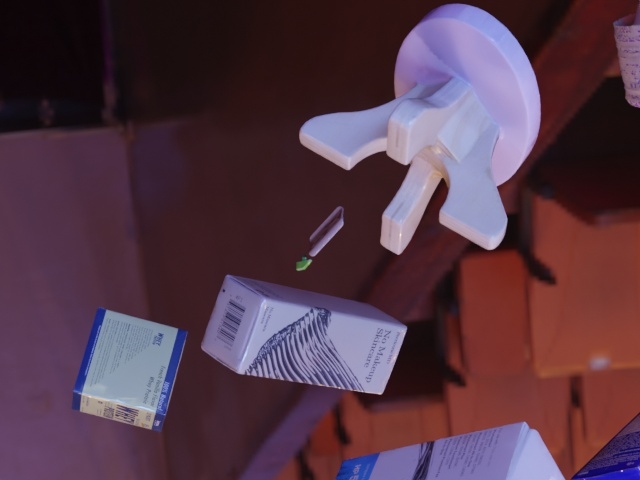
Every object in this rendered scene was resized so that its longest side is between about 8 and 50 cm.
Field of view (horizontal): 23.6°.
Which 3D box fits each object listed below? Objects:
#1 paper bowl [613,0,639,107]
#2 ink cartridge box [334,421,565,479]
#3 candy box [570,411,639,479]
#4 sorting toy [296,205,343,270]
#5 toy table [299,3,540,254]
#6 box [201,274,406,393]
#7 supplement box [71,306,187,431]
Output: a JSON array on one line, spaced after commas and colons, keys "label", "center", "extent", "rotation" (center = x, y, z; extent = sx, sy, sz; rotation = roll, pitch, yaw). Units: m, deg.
[{"label": "paper bowl", "center": [0.434, -0.231, 1.526], "extent": [0.284, 0.148, 0.284], "rotation": [-13, -169, 3]}, {"label": "ink cartridge box", "center": [0.125, 0.262, 1.398], "extent": [0.203, 0.148, 0.086], "rotation": [-18, -154, 33]}, {"label": "candy box", "center": [0.491, 0.337, 1.963], "extent": [0.122, 0.268, 0.317], "rotation": [-19, -171, 46]}, {"label": "sorting toy", "center": [0.000, 0.000, 1.781], "extent": [0.083, 0.012, 0.062], "rotation": [-47, -167, 13]}, {"label": "toy table", "center": [0.122, -0.111, 1.671], "extent": [0.252, 0.274, 0.161], "rotation": [24, -120, 28]}, {"label": "box", "center": [-0.019, 0.130, 2.064], "extent": [0.275, 0.113, 0.094], "rotation": [12, -169, -42]}, {"label": "supplement box", "center": [-0.171, 0.116, 1.365], "extent": [0.083, 0.083, 0.056], "rotation": [15, 155, -4]}]
